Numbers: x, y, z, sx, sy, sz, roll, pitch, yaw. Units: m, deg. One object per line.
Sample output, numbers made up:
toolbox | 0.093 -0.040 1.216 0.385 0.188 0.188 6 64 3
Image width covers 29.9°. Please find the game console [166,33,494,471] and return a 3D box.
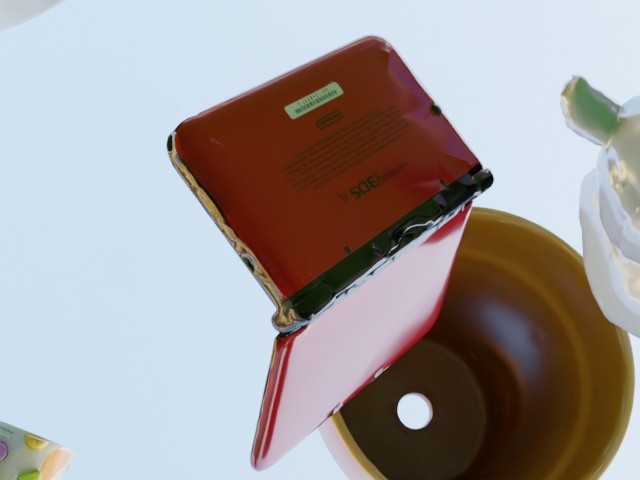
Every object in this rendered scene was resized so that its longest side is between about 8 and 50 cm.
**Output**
game console | 0.000 0.000 0.495 0.124 0.085 0.144 53 -137 2

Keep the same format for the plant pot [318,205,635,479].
plant pot | 0.082 0.103 0.827 0.205 0.188 0.205 3 -109 -10

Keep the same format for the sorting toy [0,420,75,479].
sorting toy | -0.215 0.157 0.783 0.083 0.045 0.075 20 -105 1

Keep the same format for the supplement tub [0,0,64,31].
supplement tub | -0.251 -0.311 0.709 0.241 0.331 0.241 -23 -141 20

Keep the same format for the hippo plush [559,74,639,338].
hippo plush | 0.258 -0.027 0.585 0.236 0.294 0.234 -35 -109 -16
